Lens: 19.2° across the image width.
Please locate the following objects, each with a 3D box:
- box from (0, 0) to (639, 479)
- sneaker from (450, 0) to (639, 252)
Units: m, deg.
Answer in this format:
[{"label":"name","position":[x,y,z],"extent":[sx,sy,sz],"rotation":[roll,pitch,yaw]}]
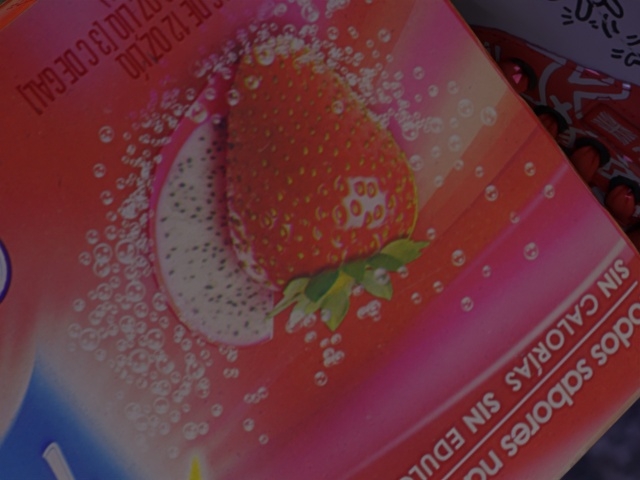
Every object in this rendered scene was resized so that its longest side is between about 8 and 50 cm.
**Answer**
[{"label":"box","position":[-0.093,0.064,0.396],"extent":[0.300,0.154,0.142],"rotation":[-43,103,-18]},{"label":"sneaker","position":[0.097,-0.013,0.487],"extent":[0.270,0.090,0.145],"rotation":[18,101,-9]}]
